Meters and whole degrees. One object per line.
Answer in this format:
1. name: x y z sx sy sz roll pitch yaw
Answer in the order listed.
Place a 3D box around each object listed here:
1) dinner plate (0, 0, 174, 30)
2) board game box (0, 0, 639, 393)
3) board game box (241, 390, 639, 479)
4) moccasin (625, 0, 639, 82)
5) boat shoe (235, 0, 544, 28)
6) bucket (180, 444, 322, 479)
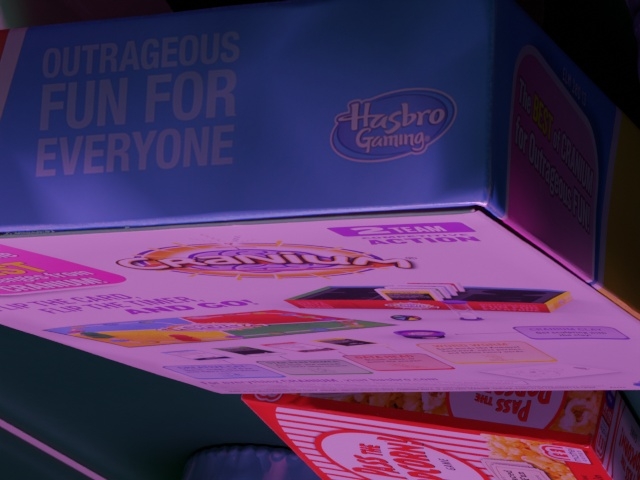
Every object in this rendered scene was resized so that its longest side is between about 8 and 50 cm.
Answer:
1. dinner plate: -0.111 -0.071 0.732 0.141 0.017 0.141 17 137 16
2. board game box: 0.000 0.000 0.693 0.242 0.064 0.316 -2 167 23
3. board game box: 0.074 0.104 1.057 0.193 0.045 0.147 5 156 26
4. moccasin: 0.219 -0.015 0.565 0.342 0.117 0.138 22 158 -16
5. boat shoe: -0.006 -0.099 0.612 0.178 0.064 0.060 20 -167 -32
6. bucket: 0.000 0.264 1.316 0.281 0.183 0.281 13 159 5
